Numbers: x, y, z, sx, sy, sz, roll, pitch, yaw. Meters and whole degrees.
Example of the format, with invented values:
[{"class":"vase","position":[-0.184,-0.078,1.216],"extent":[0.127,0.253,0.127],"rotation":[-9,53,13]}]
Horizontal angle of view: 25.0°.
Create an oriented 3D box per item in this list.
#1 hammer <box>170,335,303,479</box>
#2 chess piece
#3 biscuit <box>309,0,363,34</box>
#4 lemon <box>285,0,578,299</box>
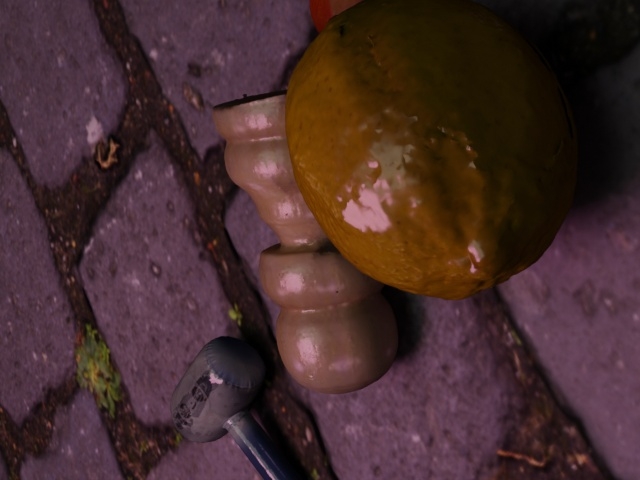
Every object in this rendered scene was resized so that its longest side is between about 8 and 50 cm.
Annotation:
[{"class":"hammer","position":[-0.062,0.188,1.357],"extent":[0.194,0.069,0.116],"rotation":[51,132,19]},{"class":"chess piece","position":[0.000,0.000,1.195],"extent":[0.143,0.143,0.261],"rotation":[-1,101,49]},{"class":"biscuit","position":[0.062,-0.257,1.135],"extent":[0.250,0.036,0.165],"rotation":[-17,86,49]},{"class":"lemon","position":[0.076,-0.071,1.030],"extent":[0.204,0.204,0.260],"rotation":[-60,41,38]}]
